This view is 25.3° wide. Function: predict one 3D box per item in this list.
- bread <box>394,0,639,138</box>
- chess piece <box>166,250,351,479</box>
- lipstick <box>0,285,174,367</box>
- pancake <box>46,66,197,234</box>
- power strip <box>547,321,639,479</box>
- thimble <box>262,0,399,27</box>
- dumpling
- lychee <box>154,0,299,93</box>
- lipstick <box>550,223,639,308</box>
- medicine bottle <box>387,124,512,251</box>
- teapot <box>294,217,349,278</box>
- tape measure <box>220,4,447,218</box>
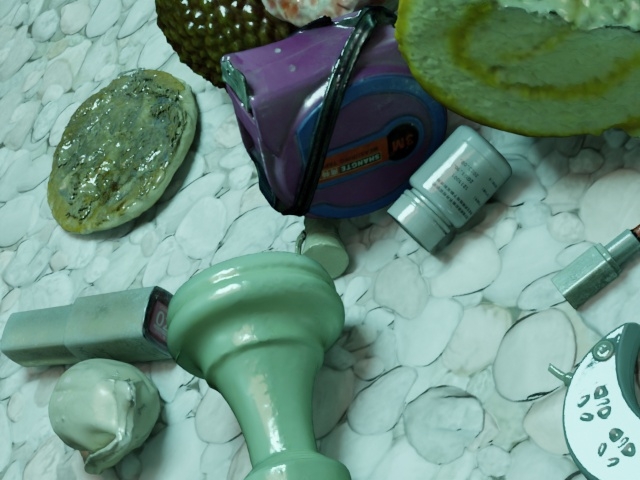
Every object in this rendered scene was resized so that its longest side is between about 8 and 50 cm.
[{"bbox_3d":[0.284,-0.233,1.451,0.395,0.264,0.239,14,60,3],"label":"bread"},{"bbox_3d":[-0.046,0.180,1.474,0.194,0.194,0.299,-28,54,19],"label":"chess piece"},{"bbox_3d":[-0.287,0.115,1.775,0.253,0.079,0.077,-10,55,34],"label":"lipstick"},{"bbox_3d":[-0.275,-0.126,1.968,0.282,0.049,0.282,-22,47,25],"label":"pancake"},{"bbox_3d":[0.287,0.164,1.310,0.137,0.044,0.216,-44,43,3],"label":"power strip"},{"bbox_3d":[0.023,-0.367,1.647,0.239,0.239,0.162,10,24,42],"label":"thimble"},{"bbox_3d":[-0.254,0.205,1.662,0.199,0.118,0.136,-12,63,67],"label":"dumpling"},{"bbox_3d":[-0.089,-0.297,1.830,0.236,0.236,0.271,-31,67,16],"label":"lychee"},{"bbox_3d":[0.293,0.014,1.428,0.129,0.030,0.030,-39,43,7],"label":"lipstick"},{"bbox_3d":[0.140,-0.056,1.565,0.130,0.080,0.080,-47,42,1],"label":"medicine bottle"},{"bbox_3d":[0.000,0.000,1.656,0.067,0.057,0.083,-22,41,20],"label":"teapot"},{"bbox_3d":[0.019,-0.148,1.605,0.231,0.245,0.149,-23,45,-14],"label":"tape measure"}]
